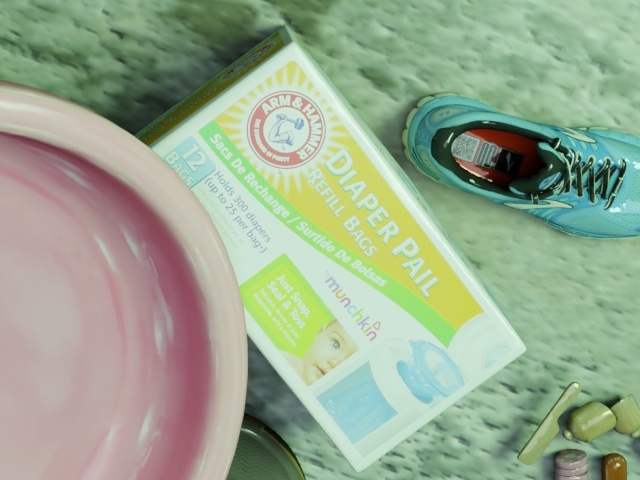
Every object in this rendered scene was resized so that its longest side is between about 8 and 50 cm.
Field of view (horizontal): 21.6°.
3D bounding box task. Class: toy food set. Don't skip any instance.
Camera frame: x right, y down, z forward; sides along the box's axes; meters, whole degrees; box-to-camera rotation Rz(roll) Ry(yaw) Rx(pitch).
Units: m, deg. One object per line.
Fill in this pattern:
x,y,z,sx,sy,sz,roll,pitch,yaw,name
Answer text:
0.174,0.129,0.968,0.122,0.019,0.078,32,99,-17,toy food set

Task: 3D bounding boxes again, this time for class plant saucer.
-0.195,0.078,0.775,0.332,0.084,0.332,-14,117,-29,plant saucer

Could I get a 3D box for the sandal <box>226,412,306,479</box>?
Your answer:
-0.055,0.203,0.947,0.090,0.060,0.219,8,102,-5,sandal

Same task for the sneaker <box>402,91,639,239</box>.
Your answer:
0.124,-0.033,0.901,0.162,0.073,0.063,12,101,-6,sneaker

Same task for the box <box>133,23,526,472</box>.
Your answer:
0.000,0.000,0.885,0.114,0.103,0.203,-37,102,5,box
